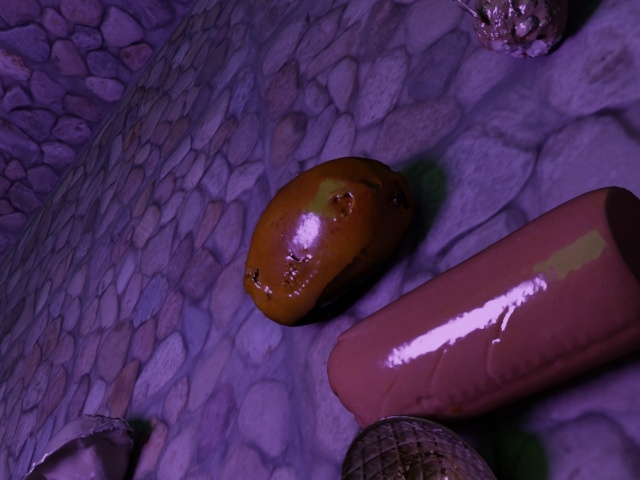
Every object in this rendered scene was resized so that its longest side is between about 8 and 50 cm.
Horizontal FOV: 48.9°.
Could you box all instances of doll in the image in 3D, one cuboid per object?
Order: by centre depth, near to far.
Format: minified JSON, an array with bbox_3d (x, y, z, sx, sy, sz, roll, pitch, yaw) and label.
[{"bbox_3d":[0.238,-0.296,0.748,0.221,0.115,0.105,-57,20,-6],"label":"doll"}]

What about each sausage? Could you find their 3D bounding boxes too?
[{"bbox_3d":[0.132,0.075,0.571,0.304,0.121,0.121,-36,39,36],"label":"sausage"}]

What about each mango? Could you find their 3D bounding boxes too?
[{"bbox_3d":[0.000,0.000,0.826,0.249,0.151,0.156,-47,2,33],"label":"mango"}]

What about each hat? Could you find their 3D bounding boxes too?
[{"bbox_3d":[0.095,0.205,0.586,0.146,0.067,0.146,6,101,30],"label":"hat"}]

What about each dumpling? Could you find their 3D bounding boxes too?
[{"bbox_3d":[-0.384,0.349,1.063,0.247,0.172,0.142,-47,63,32],"label":"dumpling"}]
